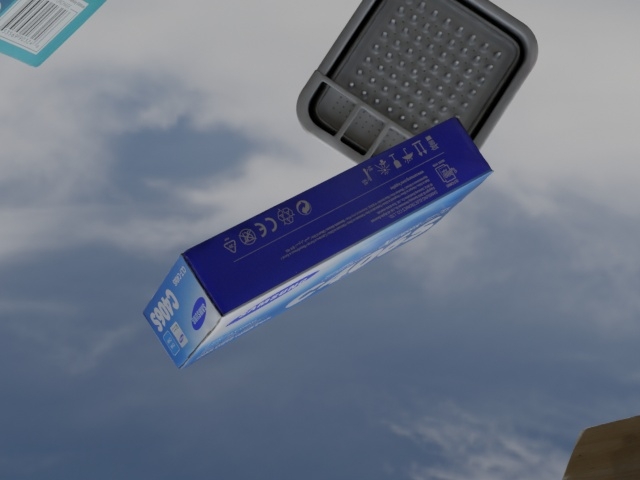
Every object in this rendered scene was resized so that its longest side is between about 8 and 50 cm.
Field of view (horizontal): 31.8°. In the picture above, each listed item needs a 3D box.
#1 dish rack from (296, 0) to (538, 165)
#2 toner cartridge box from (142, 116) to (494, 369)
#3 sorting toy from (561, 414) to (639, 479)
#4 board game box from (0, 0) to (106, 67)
[{"bbox_3d":[0.152,-0.250,1.783,0.286,0.332,0.072,33,178,1],"label":"dish rack"},{"bbox_3d":[0.000,0.000,1.139,0.348,0.165,0.075,-28,-101,-29],"label":"toner cartridge box"},{"bbox_3d":[0.396,0.314,1.299,0.257,0.089,0.255,-26,-158,43],"label":"sorting toy"},{"bbox_3d":[-0.294,-0.272,0.646,0.336,0.079,0.254,52,-169,14],"label":"board game box"}]
